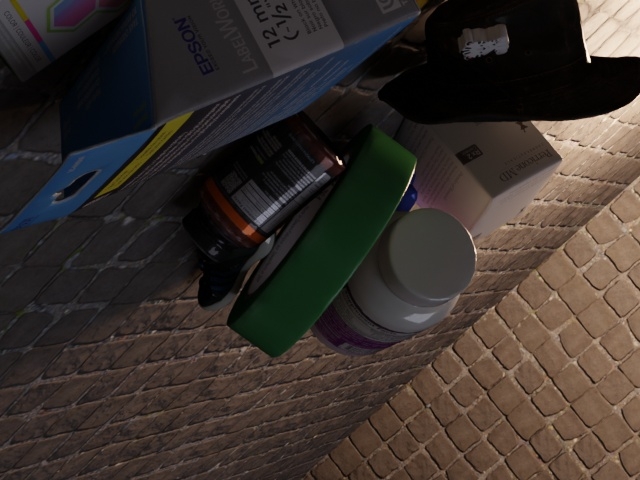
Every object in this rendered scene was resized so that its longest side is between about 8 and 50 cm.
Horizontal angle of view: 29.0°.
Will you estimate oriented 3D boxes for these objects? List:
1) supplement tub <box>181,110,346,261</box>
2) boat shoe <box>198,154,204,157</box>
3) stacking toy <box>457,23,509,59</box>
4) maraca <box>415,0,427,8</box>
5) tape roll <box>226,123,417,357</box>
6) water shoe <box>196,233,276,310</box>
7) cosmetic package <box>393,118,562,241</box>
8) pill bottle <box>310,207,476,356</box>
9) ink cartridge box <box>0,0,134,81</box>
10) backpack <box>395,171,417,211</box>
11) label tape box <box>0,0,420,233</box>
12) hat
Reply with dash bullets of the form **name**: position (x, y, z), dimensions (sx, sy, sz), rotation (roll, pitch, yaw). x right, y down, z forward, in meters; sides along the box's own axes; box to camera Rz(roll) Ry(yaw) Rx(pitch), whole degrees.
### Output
- **supplement tub**: position (-0.072, -0.063, 1.484), dimensions (0.198, 0.106, 0.106), rotation (-40, 163, 9)
- **boat shoe**: position (-0.157, -0.111, 1.289), dimensions (0.038, 0.046, 0.125), rotation (-39, 160, 3)
- **stacking toy**: position (0.151, -0.303, 1.231), dimensions (0.052, 0.167, 0.221), rotation (-9, 159, 3)
- **maraca**: position (0.081, -0.291, 1.232), dimensions (0.186, 0.099, 0.127), rotation (-60, 174, -20)
- **tape roll**: position (0.000, 0.000, 1.597), dimensions (0.321, 0.077, 0.321), rotation (-53, -172, 10)
- **water shoe**: position (-0.136, 0.021, 1.670), dimensions (0.080, 0.073, 0.203), rotation (10, 139, -29)
- **cosmetic package**: position (0.219, -0.116, 1.798), dimensions (0.151, 0.184, 0.151), rotation (-29, 161, -29)
- **pill bottle**: position (0.095, 0.055, 1.712), dimensions (0.169, 0.169, 0.301), rotation (-30, 176, -25)
- **ink cartridge box**: position (-0.174, -0.222, 0.941), dimensions (0.209, 0.062, 0.109), rotation (-36, 162, -7)
- **backpack**: position (0.078, -0.061, 1.801), dimensions (0.098, 0.101, 0.120), rotation (-21, 163, -30)
- **label tape box**: position (-0.121, -0.140, 1.069), dimensions (0.347, 0.115, 0.249), rotation (-26, 178, -30)
- **hat**: position (0.228, -0.243, 1.495), dimensions (0.331, 0.331, 0.134), rotation (-25, 118, -37)
